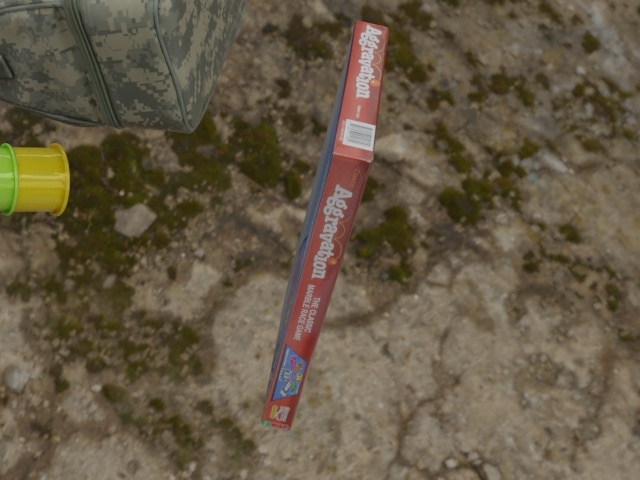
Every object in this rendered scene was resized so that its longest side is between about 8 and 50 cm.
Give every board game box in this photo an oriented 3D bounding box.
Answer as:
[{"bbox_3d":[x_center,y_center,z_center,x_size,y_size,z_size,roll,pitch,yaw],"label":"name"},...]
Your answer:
[{"bbox_3d":[0.000,0.000,0.661,0.027,0.281,0.145,13,45,-2],"label":"board game box"}]

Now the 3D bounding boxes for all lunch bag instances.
[{"bbox_3d":[-0.238,-0.279,1.024,0.255,0.213,0.305,5,52,10],"label":"lunch bag"}]

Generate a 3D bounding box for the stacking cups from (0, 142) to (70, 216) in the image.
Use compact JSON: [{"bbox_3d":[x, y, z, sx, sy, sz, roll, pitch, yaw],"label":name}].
[{"bbox_3d":[-0.462,-0.076,1.076,0.316,0.096,0.096,0,63,-37],"label":"stacking cups"}]
